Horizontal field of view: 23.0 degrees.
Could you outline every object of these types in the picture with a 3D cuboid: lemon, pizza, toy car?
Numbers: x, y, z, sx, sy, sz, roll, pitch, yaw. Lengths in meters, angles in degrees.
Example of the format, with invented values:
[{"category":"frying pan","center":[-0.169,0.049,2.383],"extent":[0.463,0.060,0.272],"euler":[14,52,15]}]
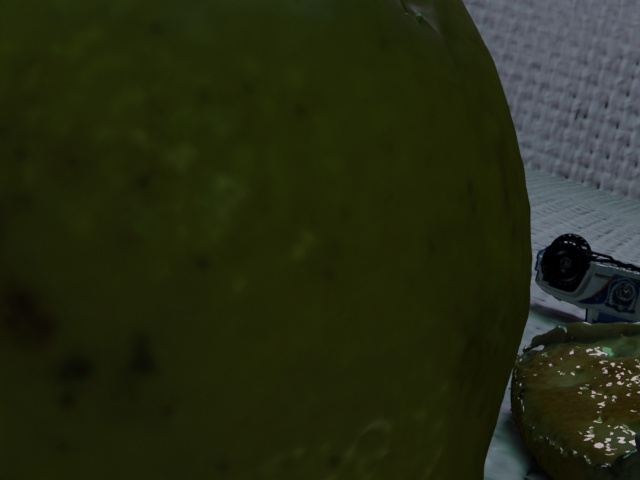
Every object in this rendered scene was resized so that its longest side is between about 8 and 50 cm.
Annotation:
[{"category":"lemon","center":[-0.077,-0.007,0.429],"extent":[0.310,0.258,0.258],"euler":[43,13,7]},{"category":"pizza","center":[0.194,0.107,0.838],"extent":[0.188,0.081,0.204],"euler":[-6,15,11]},{"category":"toy car","center":[0.262,0.046,1.326],"extent":[0.170,0.070,0.080],"euler":[16,8,10]}]

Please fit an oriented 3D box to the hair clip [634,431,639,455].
[{"category":"hair clip","center":[0.218,0.140,0.737],"extent":[0.213,0.056,0.062],"euler":[21,-11,-32]}]
